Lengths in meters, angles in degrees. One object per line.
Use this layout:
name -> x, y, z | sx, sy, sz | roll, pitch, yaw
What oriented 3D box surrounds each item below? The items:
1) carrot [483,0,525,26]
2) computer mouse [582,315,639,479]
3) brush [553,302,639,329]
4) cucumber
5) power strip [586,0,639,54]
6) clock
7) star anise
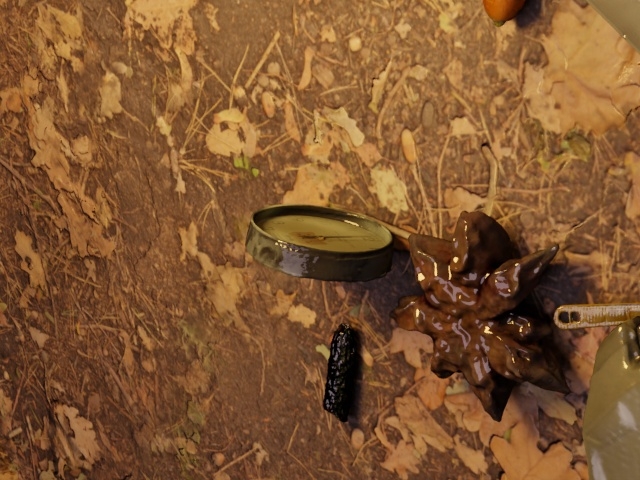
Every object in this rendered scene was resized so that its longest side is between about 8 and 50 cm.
carrot -> 0.258, -0.402, 1.388 | 0.066, 0.062, 0.271 | -119, 39, -58
computer mouse -> 0.463, 0.303, 1.376 | 0.228, 0.145, 0.429 | -10, 89, 43
brush -> 0.406, 0.093, 1.406 | 0.218, 0.010, 0.082 | -5, 100, 26
cucumber -> 0.034, 0.216, 1.808 | 0.053, 0.053, 0.181 | 22, 116, 36
power strip -> 0.367, -0.293, 1.340 | 0.253, 0.027, 0.060 | 51, 133, 18
clock -> 0.000, 0.000, 1.643 | 0.226, 0.226, 0.049 | 23, 114, 36
star anise -> 0.235, 0.106, 1.542 | 0.315, 0.108, 0.315 | 17, 115, 42
